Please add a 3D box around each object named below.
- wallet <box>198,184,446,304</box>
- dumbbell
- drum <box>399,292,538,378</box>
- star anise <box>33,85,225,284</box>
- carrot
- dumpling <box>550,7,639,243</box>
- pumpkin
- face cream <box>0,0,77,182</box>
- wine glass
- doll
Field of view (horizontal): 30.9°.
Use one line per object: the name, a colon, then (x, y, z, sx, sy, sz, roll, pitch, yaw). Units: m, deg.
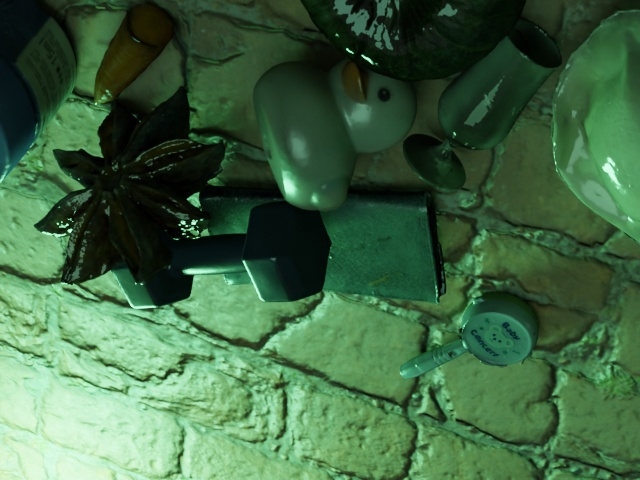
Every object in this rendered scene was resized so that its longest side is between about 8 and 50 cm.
wallet: (0.000, 0.000, 1.753, 0.378, 0.046, 0.191, 4, 125, 24)
dumbbell: (-0.149, 0.021, 1.714, 0.324, 0.160, 0.144, -4, 154, 31)
drum: (0.213, 0.147, 1.784, 0.253, 0.049, 0.130, -14, 121, 31)
star anise: (-0.271, -0.072, 1.677, 0.331, 0.332, 0.117, -1, 157, 24)
carrot: (-0.282, -0.251, 1.666, 0.072, 0.072, 0.205, 37, 137, -8)
dumpling: (0.410, -0.116, 1.418, 0.260, 0.181, 0.341, 17, 158, 31)
pumpkin: (0.102, -0.325, 1.344, 0.300, 0.207, 0.300, 11, 130, 14)
face cream: (-0.506, -0.226, 1.673, 0.249, 0.225, 0.249, 12, 134, 13)
wine glass: (0.208, -0.174, 1.493, 0.103, 0.103, 0.231, 35, 128, -6)
doll: (0.024, -0.158, 1.552, 0.221, 0.221, 0.251, 19, 154, 8)
